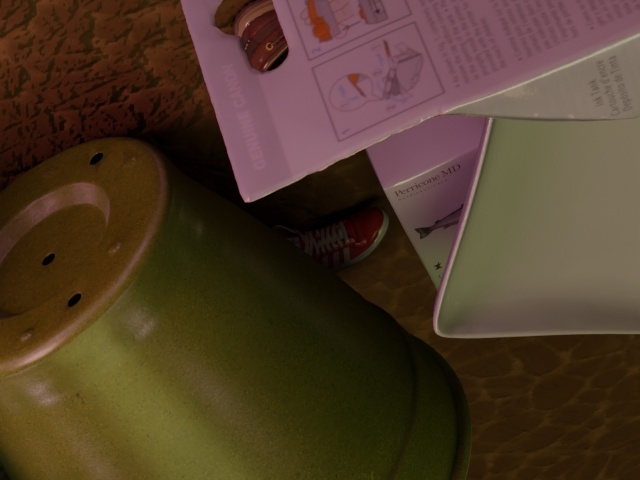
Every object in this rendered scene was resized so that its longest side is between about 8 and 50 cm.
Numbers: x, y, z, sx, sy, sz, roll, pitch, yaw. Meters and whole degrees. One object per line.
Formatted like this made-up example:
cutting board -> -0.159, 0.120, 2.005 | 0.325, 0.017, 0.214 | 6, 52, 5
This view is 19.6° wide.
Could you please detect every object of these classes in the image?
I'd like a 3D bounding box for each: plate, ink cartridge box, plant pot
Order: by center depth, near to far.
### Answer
ink cartridge box -> 0.103, -0.189, 1.227 | 0.385, 0.308, 0.091 | -24, 142, 6
plant pot -> -0.120, 0.113, 1.500 | 0.366, 0.366, 0.353 | -30, 127, 13
plate -> 0.224, -0.056, 1.502 | 0.278, 0.045, 0.277 | 1, 111, -32

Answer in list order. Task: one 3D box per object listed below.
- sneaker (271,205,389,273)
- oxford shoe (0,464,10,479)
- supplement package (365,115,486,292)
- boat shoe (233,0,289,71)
sneaker -> 0.000, 0.000, 1.641 | 0.118, 0.042, 0.067 | -34, 144, 22
oxford shoe -> -0.333, 0.263, 1.754 | 0.130, 0.133, 0.363 | -8, 167, -36
supplement package -> 0.108, -0.053, 1.570 | 0.105, 0.105, 0.179 | -24, 143, 6
boat shoe -> 0.023, -0.172, 1.419 | 0.178, 0.060, 0.064 | -24, 143, 5
